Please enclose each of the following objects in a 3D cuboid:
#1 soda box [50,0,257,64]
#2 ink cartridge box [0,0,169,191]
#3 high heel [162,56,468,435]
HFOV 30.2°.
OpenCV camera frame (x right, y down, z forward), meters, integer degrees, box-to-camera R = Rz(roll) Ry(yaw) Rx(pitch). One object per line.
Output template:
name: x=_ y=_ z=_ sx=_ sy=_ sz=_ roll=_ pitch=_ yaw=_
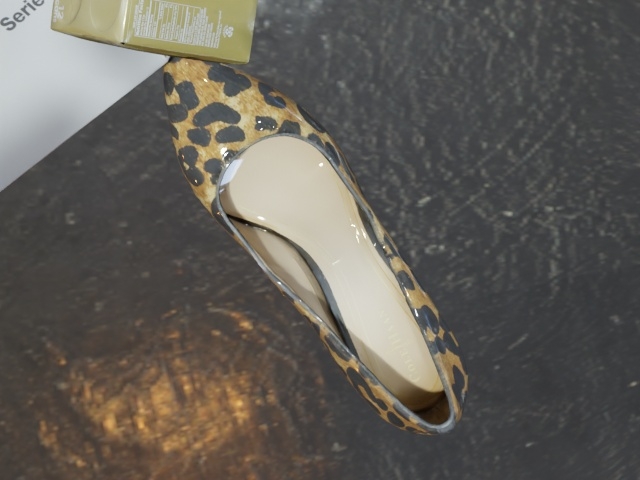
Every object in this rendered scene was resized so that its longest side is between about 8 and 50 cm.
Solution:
soda box: x=-0.053 y=-0.161 z=0.446 sx=0.061 sy=0.058 sz=0.181 roll=20 pitch=103 yaw=50
ink cartridge box: x=-0.213 y=-0.176 z=0.798 sx=0.211 sy=0.121 sz=0.289 roll=-34 pitch=37 yaw=22
high heel: x=0.000 y=0.000 z=0.713 sx=0.093 sy=0.261 sz=0.186 roll=-37 pitch=29 yaw=1
